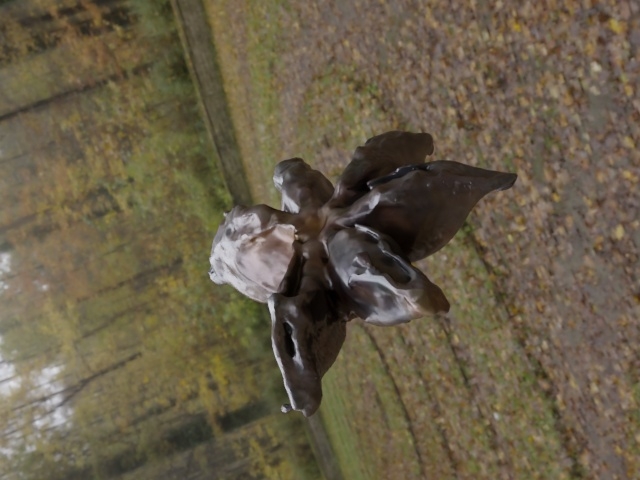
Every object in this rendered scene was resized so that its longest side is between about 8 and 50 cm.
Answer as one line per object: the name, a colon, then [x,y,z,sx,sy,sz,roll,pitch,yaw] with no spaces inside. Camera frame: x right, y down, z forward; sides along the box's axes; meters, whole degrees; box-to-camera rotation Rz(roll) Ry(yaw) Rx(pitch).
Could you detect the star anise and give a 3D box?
star anise: [0.014,-0.009,0.452,0.063,0.171,0.208,54,176,-28]
